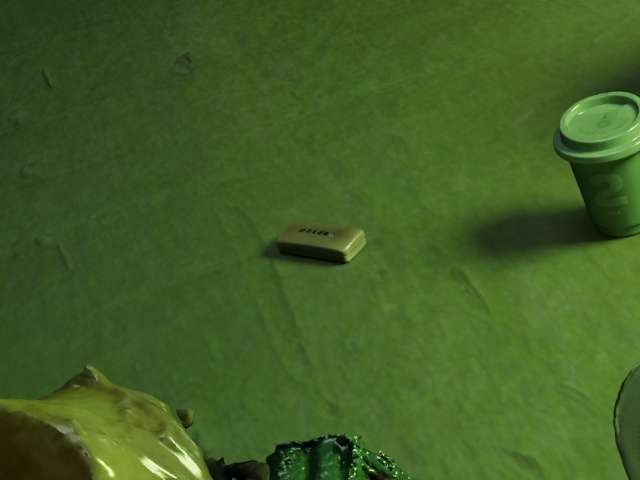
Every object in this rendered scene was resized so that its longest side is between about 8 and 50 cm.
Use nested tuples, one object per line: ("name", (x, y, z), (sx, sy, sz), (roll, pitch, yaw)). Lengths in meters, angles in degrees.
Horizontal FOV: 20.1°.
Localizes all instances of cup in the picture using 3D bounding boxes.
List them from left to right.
("cup", (0.329, -0.082, 2.030), (0.120, 0.141, 0.120), (-13, 33, 9))

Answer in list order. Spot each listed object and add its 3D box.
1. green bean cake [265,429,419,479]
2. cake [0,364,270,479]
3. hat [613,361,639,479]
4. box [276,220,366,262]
("green bean cake", (0.063, 0.259, 1.564), (0.193, 0.208, 0.107), (-13, 33, 16))
("cake", (-0.198, 0.290, 1.646), (0.332, 0.332, 0.321), (3, -1, 34))
("hat", (0.373, 0.190, 1.507), (0.214, 0.245, 0.149), (-31, 11, -16))
("box", (0.000, 0.000, 2.206), (0.115, 0.025, 0.048), (9, 39, 41))
